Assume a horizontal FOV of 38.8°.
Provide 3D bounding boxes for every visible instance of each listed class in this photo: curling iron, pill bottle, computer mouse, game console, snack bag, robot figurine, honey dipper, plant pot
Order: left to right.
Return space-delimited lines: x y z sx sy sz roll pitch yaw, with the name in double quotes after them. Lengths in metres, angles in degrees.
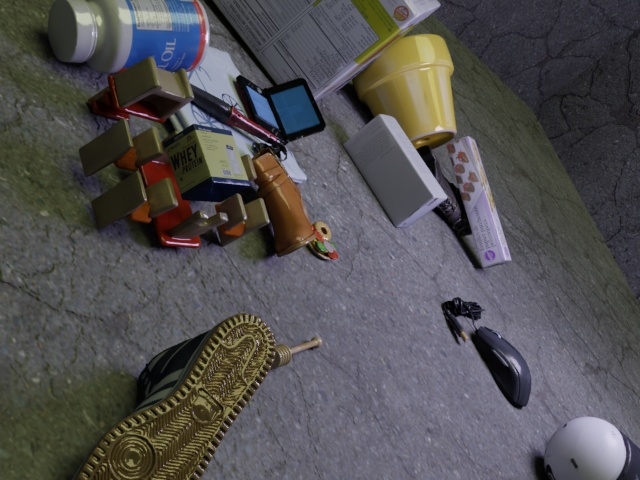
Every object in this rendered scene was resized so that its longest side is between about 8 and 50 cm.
-0.289 -0.314 1.370 0.221 0.124 0.124 -10 63 -41 "pill bottle"
-0.184 -0.236 1.598 0.323 0.037 0.342 58 22 12 "snack bag"
-0.148 -0.202 1.519 0.274 0.035 0.068 36 28 -39 "curling iron"
-0.074 -0.257 1.689 0.124 0.085 0.144 28 32 -50 "game console"
-0.036 0.160 1.315 0.030 0.030 0.160 57 20 12 "honey dipper"
0.225 -0.350 2.263 0.254 0.254 0.239 2 70 -60 "plant pot"
0.356 0.218 1.887 0.184 0.060 0.262 17 40 -53 "computer mouse"
0.558 0.465 1.769 0.278 0.173 0.209 41 -17 -23 "robot figurine"

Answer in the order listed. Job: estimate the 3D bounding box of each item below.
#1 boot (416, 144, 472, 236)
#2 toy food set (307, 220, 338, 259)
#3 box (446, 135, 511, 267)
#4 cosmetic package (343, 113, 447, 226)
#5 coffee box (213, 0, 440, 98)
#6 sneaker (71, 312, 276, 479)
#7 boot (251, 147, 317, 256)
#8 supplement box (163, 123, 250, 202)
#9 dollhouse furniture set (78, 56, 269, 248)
0.304 -0.094 2.210 0.229 0.091 0.263 49 30 -26 "boot"
0.000 0.000 1.608 0.083 0.020 0.082 10 47 -57 "toy food set"
0.389 -0.094 2.233 0.067 0.063 0.324 7 66 -63 "box"
0.164 -0.153 2.001 0.231 0.117 0.085 59 26 14 "cosmetic package"
0.013 -0.533 1.997 0.338 0.334 0.337 52 23 -4 "coffee box"
-0.171 0.198 0.955 0.099 0.153 0.282 50 54 -10 "sneaker"
-0.071 -0.064 1.472 0.152 0.073 0.197 63 5 -17 "boot"
-0.148 -0.100 1.192 0.083 0.056 0.083 1 66 -59 "supplement box"
-0.227 -0.109 1.275 0.262 0.135 0.259 9 59 -57 "dollhouse furniture set"
